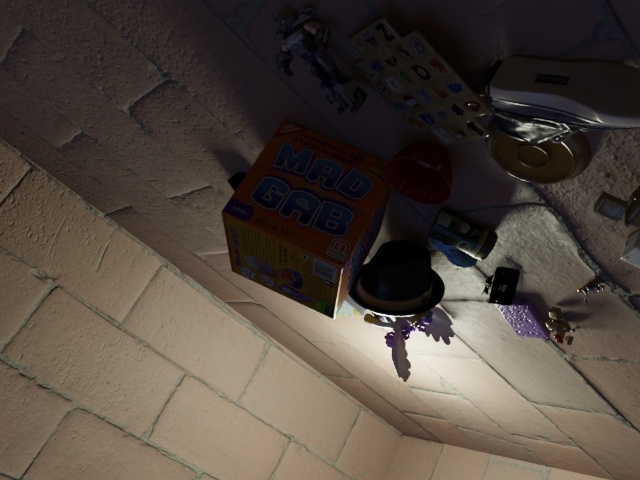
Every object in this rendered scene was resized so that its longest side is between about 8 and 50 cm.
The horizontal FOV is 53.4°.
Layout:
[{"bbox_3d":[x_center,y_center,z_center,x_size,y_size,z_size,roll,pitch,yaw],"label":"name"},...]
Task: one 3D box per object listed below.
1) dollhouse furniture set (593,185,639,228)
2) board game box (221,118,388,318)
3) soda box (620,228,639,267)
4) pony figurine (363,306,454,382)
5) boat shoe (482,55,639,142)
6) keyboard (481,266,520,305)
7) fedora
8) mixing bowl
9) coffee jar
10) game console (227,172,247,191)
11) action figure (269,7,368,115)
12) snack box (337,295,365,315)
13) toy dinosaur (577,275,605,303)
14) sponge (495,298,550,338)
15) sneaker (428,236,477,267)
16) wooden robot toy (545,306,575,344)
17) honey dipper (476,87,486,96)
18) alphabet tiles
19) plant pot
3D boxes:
[{"bbox_3d":[0.707,-0.107,1.347,0.182,0.101,0.161,26,131,6],"label":"dollhouse furniture set"},{"bbox_3d":[-0.032,-0.055,1.847,0.356,0.356,0.356,24,153,10],"label":"board game box"},{"bbox_3d":[0.833,0.051,1.504,0.216,0.069,0.074,26,155,3],"label":"soda box"},{"bbox_3d":[0.298,0.304,2.375,0.363,0.303,0.351,25,151,47],"label":"pony figurine"},{"bbox_3d":[0.490,-0.254,1.232,0.340,0.127,0.158,23,161,33],"label":"boat shoe"},{"bbox_3d":[0.563,0.134,1.995,0.100,0.038,0.192,8,141,11],"label":"keyboard"},{"bbox_3d":[0.242,0.096,2.011,0.334,0.334,0.152,18,122,22],"label":"fedora"},{"bbox_3d":[0.263,-0.183,1.616,0.181,0.098,0.181,24,155,12],"label":"mixing bowl"},{"bbox_3d":[0.406,-0.016,1.812,0.184,0.079,0.096,26,152,8],"label":"coffee jar"},{"bbox_3d":[-0.142,-0.137,2.203,0.361,0.044,0.213,11,151,32],"label":"game console"},{"bbox_3d":[-0.011,-0.415,1.463,0.285,0.099,0.185,44,157,-24],"label":"action figure"},{"bbox_3d":[0.073,0.246,2.685,0.174,0.070,0.207,42,153,-27],"label":"snack box"},{"bbox_3d":[0.759,0.130,1.797,0.082,0.047,0.090,5,114,58],"label":"toy dinosaur"},{"bbox_3d":[0.673,0.258,2.119,0.117,0.031,0.210,1,143,44],"label":"sponge"},{"bbox_3d":[0.405,0.025,1.916,0.162,0.063,0.073,31,152,-6],"label":"sneaker"},{"bbox_3d":[0.747,0.275,2.034,0.079,0.076,0.173,16,155,50],"label":"wooden robot toy"},{"bbox_3d":[0.314,-0.299,1.422,0.030,0.030,0.161,36,153,-16],"label":"honey dipper"},{"bbox_3d":[0.211,-0.336,1.390,0.342,0.011,0.285,42,165,-17],"label":"alphabet tiles"},{"bbox_3d":[0.482,-0.199,1.435,0.236,0.032,0.236,23,155,11],"label":"plant pot"}]
